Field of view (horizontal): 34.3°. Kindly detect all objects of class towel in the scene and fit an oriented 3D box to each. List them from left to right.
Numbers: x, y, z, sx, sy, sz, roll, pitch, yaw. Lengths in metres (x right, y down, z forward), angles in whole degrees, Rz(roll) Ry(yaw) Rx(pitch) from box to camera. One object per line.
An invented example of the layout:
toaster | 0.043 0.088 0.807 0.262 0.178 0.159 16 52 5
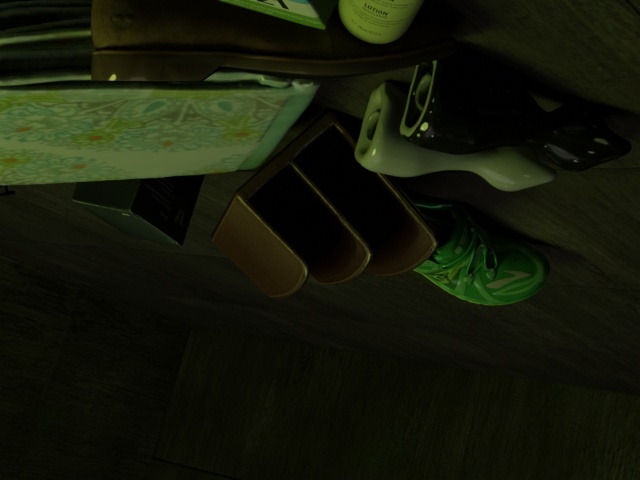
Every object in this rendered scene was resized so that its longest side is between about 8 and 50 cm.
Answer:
towel | -0.188 -0.139 1.050 0.320 0.090 0.374 -3 169 -16

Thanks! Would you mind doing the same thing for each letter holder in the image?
letter holder | 0.000 0.000 1.302 0.214 0.152 0.302 47 165 -1

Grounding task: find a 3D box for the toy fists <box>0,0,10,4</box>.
toy fists | -0.380 -0.215 1.051 0.096 0.142 0.279 31 169 5

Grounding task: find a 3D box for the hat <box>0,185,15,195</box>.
hat | -0.439 -0.150 1.343 0.134 0.331 0.331 -22 175 -13

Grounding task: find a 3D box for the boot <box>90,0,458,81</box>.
boot | -0.032 -0.186 0.843 0.305 0.115 0.112 -2 -174 -13

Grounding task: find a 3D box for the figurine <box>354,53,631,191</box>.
figurine | 0.164 -0.099 1.029 0.209 0.092 0.215 15 169 -15

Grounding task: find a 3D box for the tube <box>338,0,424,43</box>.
tube | 0.060 -0.213 0.707 0.070 0.062 0.240 -18 168 -14

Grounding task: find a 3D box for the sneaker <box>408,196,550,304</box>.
sneaker | 0.186 0.015 1.436 0.295 0.109 0.123 18 171 -11

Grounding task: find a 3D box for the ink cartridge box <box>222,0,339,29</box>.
ink cartridge box | -0.097 -0.245 0.590 0.188 0.097 0.255 22 170 28

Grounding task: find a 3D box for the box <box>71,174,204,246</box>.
box | -0.227 -0.092 1.354 0.093 0.158 0.156 11 166 21
